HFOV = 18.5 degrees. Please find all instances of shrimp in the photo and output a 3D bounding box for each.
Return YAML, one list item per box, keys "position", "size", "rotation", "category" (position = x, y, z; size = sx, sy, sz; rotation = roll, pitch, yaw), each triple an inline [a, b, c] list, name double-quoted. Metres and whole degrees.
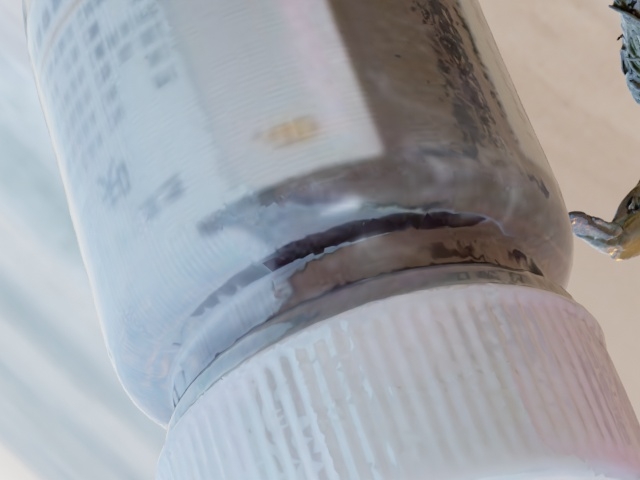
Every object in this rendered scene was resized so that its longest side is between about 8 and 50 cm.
- position: [0.241, -0.103, 1.565]
  size: [0.051, 0.198, 0.262]
  rotation: [10, 130, 42]
  category: "shrimp"

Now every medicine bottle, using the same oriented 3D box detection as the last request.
- position: [0.000, 0.000, 0.672]
  size: [0.165, 0.165, 0.273]
  rotation: [60, -170, -57]
  category: "medicine bottle"
